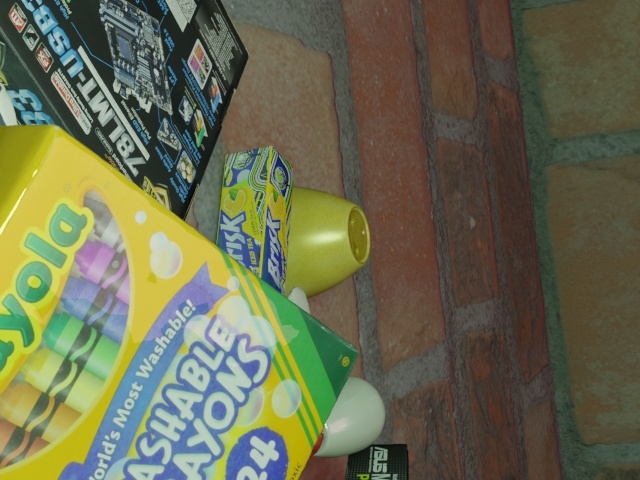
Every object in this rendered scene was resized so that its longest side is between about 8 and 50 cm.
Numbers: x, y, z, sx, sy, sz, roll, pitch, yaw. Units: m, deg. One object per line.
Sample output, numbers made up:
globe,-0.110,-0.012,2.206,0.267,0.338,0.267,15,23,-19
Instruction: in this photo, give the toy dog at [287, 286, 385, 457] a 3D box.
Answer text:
toy dog,-0.090,0.129,0.930,0.161,0.220,0.334,53,5,26

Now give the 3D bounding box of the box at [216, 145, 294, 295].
box,-0.068,-0.007,1.126,0.054,0.059,0.168,40,48,-55

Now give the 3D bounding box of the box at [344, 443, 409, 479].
box,0.054,0.350,1.005,0.216,0.060,0.270,-70,158,-78

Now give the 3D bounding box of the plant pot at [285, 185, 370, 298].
plant pot,0.000,0.000,1.236,0.134,0.095,0.134,-6,90,-66

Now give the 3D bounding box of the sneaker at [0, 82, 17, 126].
sneaker,-0.243,0.006,0.684,0.153,0.094,0.234,-12,95,-65

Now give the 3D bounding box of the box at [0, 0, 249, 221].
box,-0.176,-0.168,0.911,0.295,0.073,0.293,61,32,-41

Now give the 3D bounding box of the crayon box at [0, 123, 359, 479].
crayon box,-0.140,0.076,0.648,0.323,0.083,0.203,39,70,-35
